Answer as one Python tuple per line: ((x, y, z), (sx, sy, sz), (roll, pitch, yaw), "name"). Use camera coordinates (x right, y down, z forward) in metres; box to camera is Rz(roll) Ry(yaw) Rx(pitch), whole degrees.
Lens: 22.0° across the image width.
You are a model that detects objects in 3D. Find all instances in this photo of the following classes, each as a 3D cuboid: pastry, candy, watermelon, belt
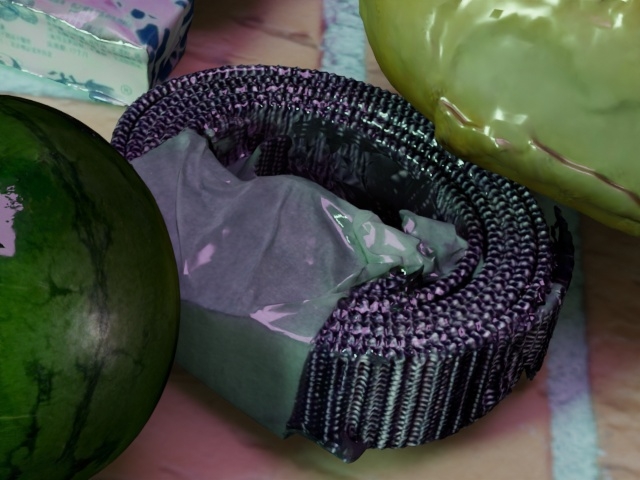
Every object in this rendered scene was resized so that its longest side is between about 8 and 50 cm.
((0.223, -0.153, 1.118), (0.410, 0.245, 0.409), (24, 20, -9), "pastry")
((-0.185, -0.168, 1.255), (0.160, 0.073, 0.092), (18, 50, 8), "candy")
((-0.196, 0.036, 0.942), (0.242, 0.242, 0.242), (4, 47, -4), "watermelon")
((0.000, 0.000, 1.097), (0.325, 0.122, 0.260), (33, 47, 22), "belt")
